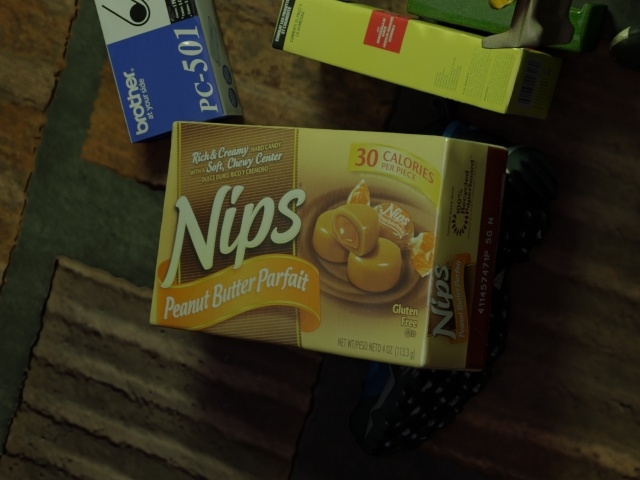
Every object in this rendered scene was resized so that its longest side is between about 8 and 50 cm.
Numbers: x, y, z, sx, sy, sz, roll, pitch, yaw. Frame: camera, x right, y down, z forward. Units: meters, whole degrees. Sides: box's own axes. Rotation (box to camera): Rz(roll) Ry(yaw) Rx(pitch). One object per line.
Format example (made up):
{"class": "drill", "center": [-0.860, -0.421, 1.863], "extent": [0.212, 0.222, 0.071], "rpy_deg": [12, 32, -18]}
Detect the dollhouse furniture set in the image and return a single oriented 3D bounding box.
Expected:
{"class": "dollhouse furniture set", "center": [0.145, -0.255, 1.476], "extent": [0.151, 0.301, 0.197], "rpy_deg": [17, 101, 14]}

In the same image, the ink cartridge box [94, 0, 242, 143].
{"class": "ink cartridge box", "center": [-0.146, -0.199, 1.714], "extent": [0.097, 0.046, 0.207], "rpy_deg": [-15, 89, 20]}

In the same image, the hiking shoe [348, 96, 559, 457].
{"class": "hiking shoe", "center": [0.094, 0.040, 1.632], "extent": [0.132, 0.113, 0.304], "rpy_deg": [35, 106, 39]}

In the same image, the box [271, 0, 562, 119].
{"class": "box", "center": [0.079, -0.158, 1.596], "extent": [0.232, 0.087, 0.058], "rpy_deg": [20, 99, 30]}

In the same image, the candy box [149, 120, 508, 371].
{"class": "candy box", "center": [0.000, 0.000, 1.586], "extent": [0.316, 0.087, 0.183], "rpy_deg": [6, 89, 43]}

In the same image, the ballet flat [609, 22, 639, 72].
{"class": "ballet flat", "center": [0.323, -0.176, 1.564], "extent": [0.173, 0.057, 0.049], "rpy_deg": [-13, 49, 18]}
